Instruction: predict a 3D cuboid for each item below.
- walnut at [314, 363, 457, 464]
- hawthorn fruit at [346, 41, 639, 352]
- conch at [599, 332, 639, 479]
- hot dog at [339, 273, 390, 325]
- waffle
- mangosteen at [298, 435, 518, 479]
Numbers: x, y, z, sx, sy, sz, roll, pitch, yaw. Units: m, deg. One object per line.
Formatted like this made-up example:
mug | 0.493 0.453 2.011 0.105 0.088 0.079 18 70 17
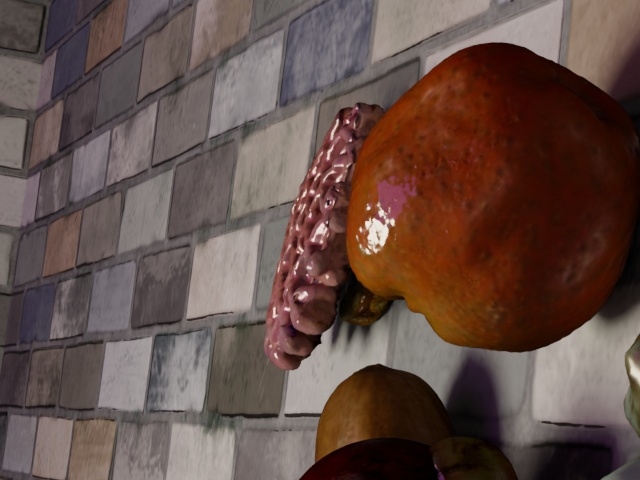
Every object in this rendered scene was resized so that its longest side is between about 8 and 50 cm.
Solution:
walnut | 0.052 0.182 1.341 0.116 0.115 0.207 124 141 -54
hawthorn fruit | 0.103 -0.026 1.166 0.189 0.189 0.189 -171 90 -72
conch | 0.191 0.146 0.831 0.203 0.169 0.386 78 -168 -62
hot dog | 0.041 0.036 1.552 0.034 0.030 0.090 -105 29 -49
waffle | 0.000 0.000 1.598 0.234 0.055 0.221 124 163 -78
mangosteen | 0.066 0.202 1.183 0.200 0.200 0.200 -171 90 -72
